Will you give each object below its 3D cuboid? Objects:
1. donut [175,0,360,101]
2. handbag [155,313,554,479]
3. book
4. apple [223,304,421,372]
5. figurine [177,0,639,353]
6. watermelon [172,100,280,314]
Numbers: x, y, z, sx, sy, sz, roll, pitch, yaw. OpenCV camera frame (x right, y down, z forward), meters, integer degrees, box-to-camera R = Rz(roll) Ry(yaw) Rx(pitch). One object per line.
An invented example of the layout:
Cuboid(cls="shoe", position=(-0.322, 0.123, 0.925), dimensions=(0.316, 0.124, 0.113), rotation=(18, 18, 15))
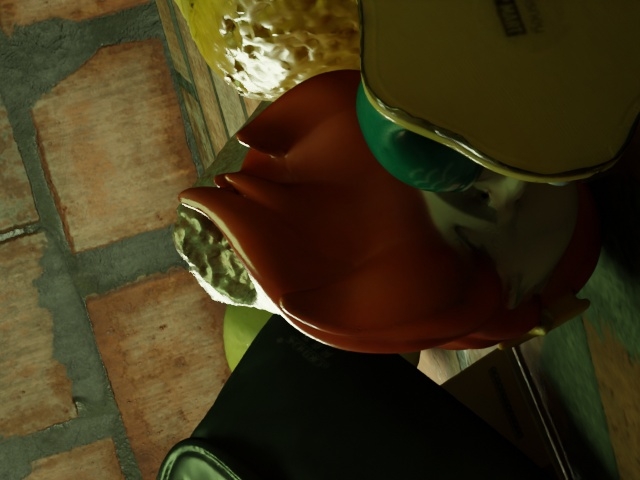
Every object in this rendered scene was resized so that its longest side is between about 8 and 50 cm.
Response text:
Cuboid(cls="donut", position=(-0.042, -0.265, 0.982), dimensions=(0.378, 0.163, 0.435), rotation=(104, 148, -69))
Cuboid(cls="handbag", position=(0.004, 0.213, 1.060), dimensions=(0.302, 0.275, 0.178), rotation=(38, 173, 38))
Cuboid(cls="book", position=(0.101, 0.167, 1.152), dimensions=(0.172, 0.012, 0.118), rotation=(-39, 63, 38))
Cuboid(cls="apple", position=(0.002, 0.087, 1.429), dimensions=(0.200, 0.200, 0.200), rotation=(163, 90, -82))
Cuboid(cls="figurine", position=(0.056, -0.037, 0.744), dimensions=(0.181, 0.208, 0.257), rotation=(35, 152, 15))
Cuboid(cls="watermelon", position=(0.011, -0.008, 1.088), dimensions=(0.148, 0.226, 0.318), rotation=(57, -171, -27))
